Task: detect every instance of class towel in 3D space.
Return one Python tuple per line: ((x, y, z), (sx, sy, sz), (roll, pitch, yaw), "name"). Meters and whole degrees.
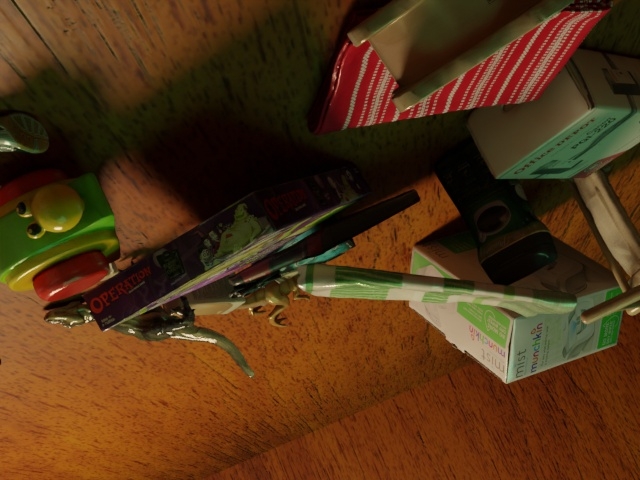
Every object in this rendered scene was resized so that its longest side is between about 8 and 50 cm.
((0.133, 0.066, 1.289), (0.324, 0.038, 0.248), (7, 176, 1), "towel")
((0.131, -0.171, 1.003), (0.275, 0.031, 0.199), (-10, 160, -17), "towel")

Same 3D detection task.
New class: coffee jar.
((0.225, -0.037, 1.305), (0.096, 0.184, 0.079), (-31, 161, 23), "coffee jar")

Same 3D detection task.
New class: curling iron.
((0.000, 0.000, 1.297), (0.274, 0.035, 0.068), (-29, 176, 9), "curling iron")

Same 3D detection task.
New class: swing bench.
((0.447, -0.053, 1.430), (0.165, 0.253, 0.254), (-4, 155, -47), "swing bench")

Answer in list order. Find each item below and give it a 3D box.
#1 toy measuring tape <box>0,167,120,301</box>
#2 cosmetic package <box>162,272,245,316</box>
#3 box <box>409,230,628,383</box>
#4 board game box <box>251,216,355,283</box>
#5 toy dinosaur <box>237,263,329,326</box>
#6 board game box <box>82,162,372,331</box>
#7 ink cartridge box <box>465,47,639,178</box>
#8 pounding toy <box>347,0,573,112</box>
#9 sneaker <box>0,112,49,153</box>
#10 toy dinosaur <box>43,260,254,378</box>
((-0.255, 0.009, 0.981), (0.121, 0.121, 0.330), (-19, 172, -13), "toy measuring tape")
((-0.157, 0.065, 1.330), (0.041, 0.060, 0.115), (-34, 158, 32), "cosmetic package")
((0.307, 0.089, 1.629), (0.231, 0.262, 0.127), (-13, 121, -26), "box")
((-0.030, 0.006, 1.373), (0.126, 0.026, 0.186), (-26, 162, 7), "board game box")
((-0.079, 0.081, 1.505), (0.211, 0.064, 0.112), (-23, 147, -35), "toy dinosaur")
((-0.082, -0.003, 1.091), (0.208, 0.056, 0.347), (-34, 177, 19), "board game box")
((0.307, -0.150, 1.240), (0.218, 0.092, 0.158), (-2, 152, -46), "ink cartridge box")
((0.125, -0.232, 0.797), (0.269, 0.155, 0.154), (-31, -171, 30), "pounding toy")
((-0.260, -0.085, 0.822), (0.037, 0.032, 0.083), (-19, 163, 35), "sneaker")
((-0.201, 0.094, 1.248), (0.268, 0.064, 0.118), (16, 143, 0), "toy dinosaur")
